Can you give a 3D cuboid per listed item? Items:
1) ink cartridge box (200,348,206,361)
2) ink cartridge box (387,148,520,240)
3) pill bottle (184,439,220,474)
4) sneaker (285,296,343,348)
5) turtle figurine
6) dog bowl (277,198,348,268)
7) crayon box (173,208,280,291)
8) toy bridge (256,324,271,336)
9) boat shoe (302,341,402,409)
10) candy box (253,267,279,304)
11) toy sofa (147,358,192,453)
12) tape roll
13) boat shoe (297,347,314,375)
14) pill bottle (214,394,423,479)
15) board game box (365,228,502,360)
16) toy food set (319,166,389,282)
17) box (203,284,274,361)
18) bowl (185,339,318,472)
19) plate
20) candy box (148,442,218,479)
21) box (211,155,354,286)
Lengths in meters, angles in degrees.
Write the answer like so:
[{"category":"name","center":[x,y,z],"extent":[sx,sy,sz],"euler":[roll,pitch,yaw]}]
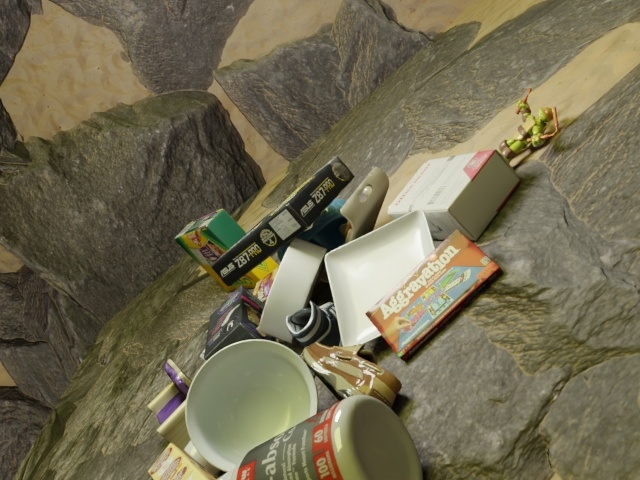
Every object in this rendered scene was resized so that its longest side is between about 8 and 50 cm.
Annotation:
[{"category":"ink cartridge box","center":[-0.366,0.376,2.245],"extent":[0.083,0.048,0.028],"euler":[-54,20,-22]},{"category":"ink cartridge box","center":[0.330,-0.111,1.673],"extent":[0.207,0.117,0.283],"euler":[-50,19,-15]},{"category":"pill bottle","center":[-0.218,0.446,1.626],"extent":[0.245,0.136,0.136],"euler":[-51,19,-17]},{"category":"sneaker","center":[-0.003,0.193,1.680],"extent":[0.099,0.153,0.282],"euler":[-38,19,20]},{"category":"turtle figurine","center":[0.514,-0.271,1.674],"extent":[0.217,0.087,0.269],"euler":[-44,25,27]},{"category":"dog bowl","center":[0.000,0.000,2.098],"extent":[0.297,0.166,0.074],"euler":[-41,42,10]},{"category":"crayon box","center":[-0.367,0.049,2.531],"extent":[0.106,0.313,0.363],"euler":[-51,18,-26]},{"category":"toy bridge","center":[-0.144,0.259,1.984],"extent":[0.026,0.063,0.188],"euler":[-42,-1,10]},{"category":"boat shoe","center":[0.072,0.285,1.403],"extent":[0.120,0.122,0.324],"euler":[-43,25,-10]},{"category":"candy box","center":[-0.183,0.185,2.258],"extent":[0.109,0.053,0.186],"euler":[-37,19,24]},{"category":"toy sofa","center":[-0.403,0.464,1.856],"extent":[0.150,0.177,0.362],"euler":[-46,11,-15]},{"category":"tape roll","center":[-0.074,0.137,1.837],"extent":[0.286,0.100,0.286],"euler":[20,-90,-87]},{"category":"boat shoe","center":[-0.051,0.321,1.648],"extent":[0.066,0.066,0.183],"euler":[-32,22,34]},{"category":"pill bottle","center":[-0.024,0.428,1.127],"extent":[0.363,0.210,0.210],"euler":[-36,20,28]},{"category":"board game box","center":[0.239,0.114,1.421],"extent":[0.281,0.027,0.145],"euler":[-44,47,5]},{"category":"toy food set","center":[0.085,-0.041,1.886],"extent":[0.219,0.092,0.306],"euler":[-51,-16,-39]},{"category":"box","center":[-0.246,0.284,2.026],"extent":[0.165,0.143,0.270],"euler":[-45,18,12]},{"category":"bowl","center":[-0.144,0.384,1.495],"extent":[0.298,0.298,0.134],"euler":[-50,-21,-14]},{"category":"plate","center":[0.156,0.094,1.537],"extent":[0.277,0.045,0.277],"euler":[-26,51,18]},{"category":"candy box","center":[-0.236,0.544,1.377],"extent":[0.087,0.183,0.316],"euler":[-51,19,-18]},{"category":"box","center":[-0.109,-0.053,1.924],"extent":[0.395,0.097,0.318],"euler":[-36,7,41]}]
